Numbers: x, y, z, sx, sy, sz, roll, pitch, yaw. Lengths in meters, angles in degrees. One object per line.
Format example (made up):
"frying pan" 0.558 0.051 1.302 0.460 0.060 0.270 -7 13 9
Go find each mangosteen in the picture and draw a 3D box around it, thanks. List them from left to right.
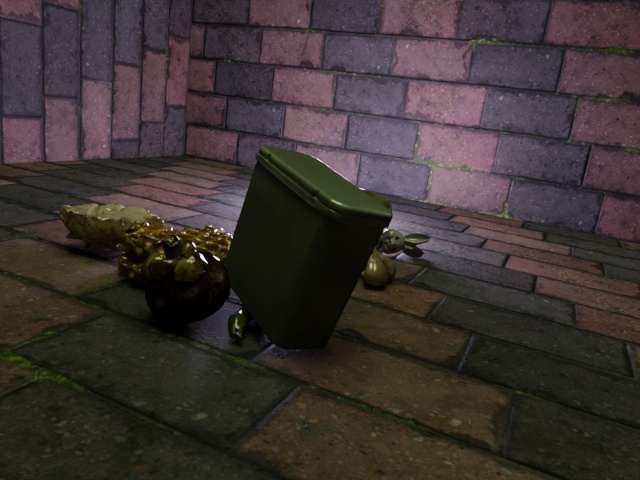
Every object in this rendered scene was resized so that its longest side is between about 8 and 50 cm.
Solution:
"mangosteen" -0.308 0.080 1.153 0.192 0.217 0.192 -10 26 5

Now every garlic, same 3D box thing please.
"garlic" 0.173 0.094 1.615 0.124 0.099 0.174 30 23 9

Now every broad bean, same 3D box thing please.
"broad bean" -0.167 0.169 1.211 0.052 0.052 0.256 12 15 8

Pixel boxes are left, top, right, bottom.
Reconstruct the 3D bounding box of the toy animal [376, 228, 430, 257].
"toy animal" 0.299 0.011 1.947 0.220 0.104 0.131 11 13 14

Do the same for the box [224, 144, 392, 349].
"box" -0.057 0.008 1.164 0.177 0.344 0.352 8 23 -40

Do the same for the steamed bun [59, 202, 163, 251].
"steamed bun" -0.647 -0.034 1.600 0.291 0.137 0.295 12 9 20

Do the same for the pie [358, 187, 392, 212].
"pie" 0.078 -0.123 1.987 0.394 0.181 0.418 9 -8 -19

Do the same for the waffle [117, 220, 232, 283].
"waffle" -0.392 0.037 1.433 0.323 0.151 0.261 -1 13 -25
